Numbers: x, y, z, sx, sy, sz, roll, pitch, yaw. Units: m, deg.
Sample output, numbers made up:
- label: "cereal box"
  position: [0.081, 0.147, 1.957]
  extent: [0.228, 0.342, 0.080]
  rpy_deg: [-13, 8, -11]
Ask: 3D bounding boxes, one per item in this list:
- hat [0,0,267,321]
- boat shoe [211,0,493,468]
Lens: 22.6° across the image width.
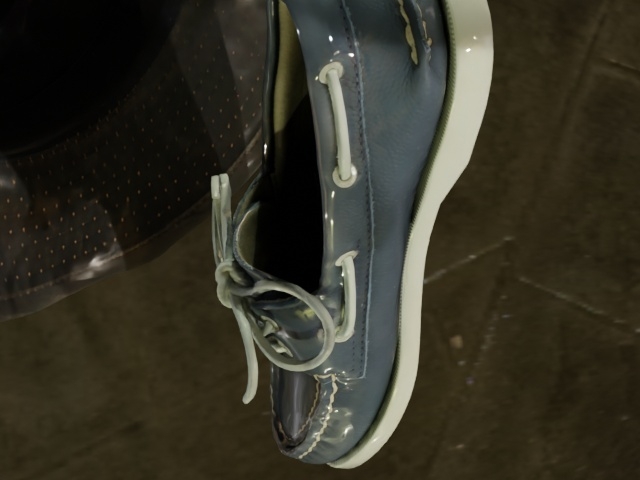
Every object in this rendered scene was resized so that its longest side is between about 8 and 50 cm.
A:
- label: "hat"
  position: [-0.151, -0.133, 0.655]
  extent: [0.134, 0.331, 0.331]
  rpy_deg: [30, 104, 43]
- label: "boat shoe"
  position: [0.000, 0.000, 0.614]
  extent: [0.254, 0.079, 0.095]
  rpy_deg: [105, 148, -46]
